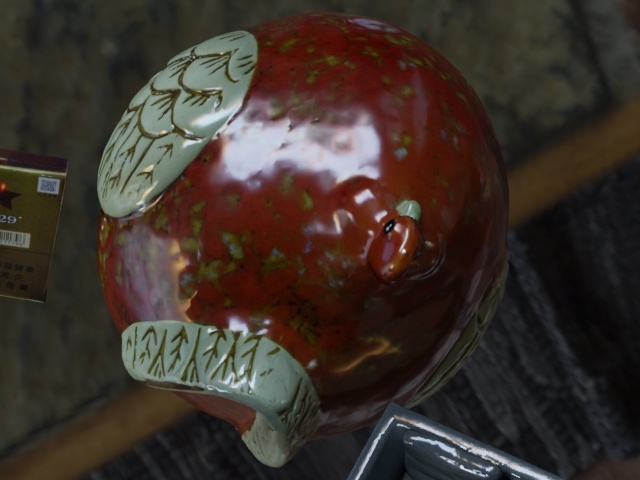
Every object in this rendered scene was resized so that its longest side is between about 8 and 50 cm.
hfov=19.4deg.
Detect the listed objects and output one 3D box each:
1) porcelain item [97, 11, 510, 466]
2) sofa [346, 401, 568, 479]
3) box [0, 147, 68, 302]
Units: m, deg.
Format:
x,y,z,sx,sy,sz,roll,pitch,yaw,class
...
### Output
x,y,z,sx,sy,sz,roll,pitch,yaw,class
0.000,0.000,1.012,0.253,0.253,0.253,-6,111,-17,porcelain item
0.079,0.143,0.878,0.085,0.147,0.060,-61,153,-11,sofa
-0.231,-0.012,1.319,0.090,0.023,0.133,7,136,-10,box
